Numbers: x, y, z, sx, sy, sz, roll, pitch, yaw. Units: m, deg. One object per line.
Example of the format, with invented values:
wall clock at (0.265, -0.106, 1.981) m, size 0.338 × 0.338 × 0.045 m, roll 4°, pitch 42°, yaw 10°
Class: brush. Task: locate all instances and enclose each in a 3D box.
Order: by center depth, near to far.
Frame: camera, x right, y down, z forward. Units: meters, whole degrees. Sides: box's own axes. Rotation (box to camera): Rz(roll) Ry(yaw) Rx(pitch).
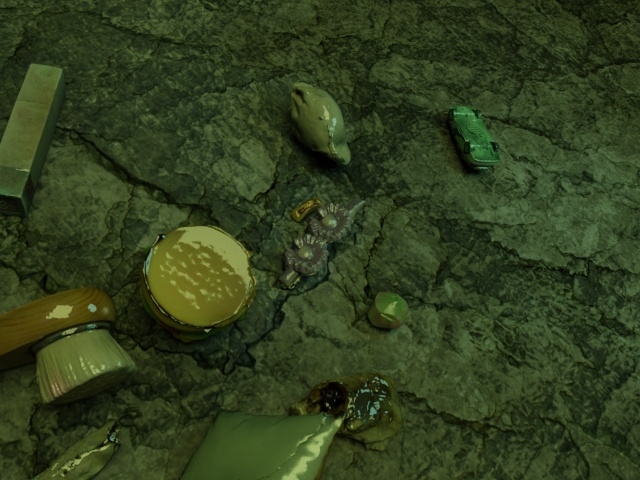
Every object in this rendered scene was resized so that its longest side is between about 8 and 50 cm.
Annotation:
brush at (-0.474, 0.201, 1.025) m, size 0.266 × 0.174 × 0.166 m, roll -18°, pitch 75°, yaw -16°

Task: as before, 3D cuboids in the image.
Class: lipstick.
lipstick at (-0.637, -0.228, 1.290) m, size 0.076 × 0.080 × 0.372 m, roll 7°, pitch 57°, yaw -11°

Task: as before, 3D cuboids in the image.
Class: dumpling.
dumpling at (0.010, -0.292, 1.498) m, size 0.172 × 0.142 × 0.247 m, roll -9°, pitch 73°, yaw -57°

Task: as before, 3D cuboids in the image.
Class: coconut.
coconut at (0.150, 0.152, 1.284) m, size 0.082 × 0.081 × 0.083 m, roll 1°, pitch 49°, yaw -30°

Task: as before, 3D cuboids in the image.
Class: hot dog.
hot dog at (-0.029, -0.078, 1.401) m, size 0.090 × 0.034 × 0.030 m, roll -32°, pitch 73°, yaw -31°

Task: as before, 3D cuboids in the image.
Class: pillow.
pillow at (-0.129, 0.406, 0.938) m, size 0.119 × 0.310 × 0.312 m, roll 46°, pitch 50°, yaw -28°

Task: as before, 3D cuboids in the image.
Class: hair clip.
hair clip at (0.000, 0.000, 1.344) m, size 0.106 × 0.085 × 0.292 m, roll 28°, pitch 58°, yaw 24°

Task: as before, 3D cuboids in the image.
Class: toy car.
toy car at (0.417, -0.285, 1.637) m, size 0.090 × 0.076 × 0.224 m, roll -1°, pitch 52°, yaw -16°

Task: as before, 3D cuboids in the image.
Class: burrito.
burrito at (-0.425, 0.389, 0.981) m, size 0.063 × 0.058 × 0.229 m, roll 42°, pitch 54°, yaw 17°

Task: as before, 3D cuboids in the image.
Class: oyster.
oyster at (0.056, 0.322, 1.141) m, size 0.232 × 0.107 × 0.162 m, roll -1°, pitch 51°, yaw -19°

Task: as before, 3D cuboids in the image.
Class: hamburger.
hamburger at (-0.247, 0.086, 1.167) m, size 0.237 × 0.149 × 0.237 m, roll 8°, pitch 64°, yaw -17°
